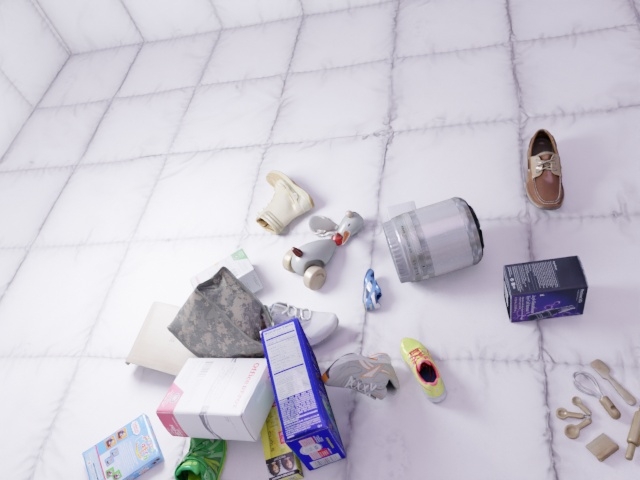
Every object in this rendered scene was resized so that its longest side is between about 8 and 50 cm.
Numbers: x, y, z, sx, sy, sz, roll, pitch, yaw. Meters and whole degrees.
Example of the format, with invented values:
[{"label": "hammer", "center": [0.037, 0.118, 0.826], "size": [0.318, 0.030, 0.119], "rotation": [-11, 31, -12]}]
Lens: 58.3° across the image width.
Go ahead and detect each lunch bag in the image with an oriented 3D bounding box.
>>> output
[{"label": "lunch bag", "center": [-0.274, 0.262, 1.712], "size": [0.287, 0.235, 0.169], "rotation": [44, 37, 4]}]

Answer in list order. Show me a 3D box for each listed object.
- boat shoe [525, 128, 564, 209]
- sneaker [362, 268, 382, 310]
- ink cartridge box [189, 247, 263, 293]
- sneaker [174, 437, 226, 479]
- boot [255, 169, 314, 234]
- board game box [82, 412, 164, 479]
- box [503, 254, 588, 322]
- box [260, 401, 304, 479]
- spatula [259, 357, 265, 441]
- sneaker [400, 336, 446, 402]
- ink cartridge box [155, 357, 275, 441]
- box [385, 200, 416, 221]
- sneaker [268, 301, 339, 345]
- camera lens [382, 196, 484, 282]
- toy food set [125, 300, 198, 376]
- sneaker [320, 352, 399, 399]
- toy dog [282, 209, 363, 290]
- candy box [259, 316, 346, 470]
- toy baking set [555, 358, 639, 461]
[{"label": "boat shoe", "center": [0.741, -0.242, 1.911], "size": [0.123, 0.116, 0.324], "rotation": [-6, 51, 14]}, {"label": "sneaker", "center": [0.168, 0.157, 1.827], "size": [0.059, 0.053, 0.144], "rotation": [-4, 59, 16]}, {"label": "ink cartridge box", "center": [-0.323, 0.143, 1.961], "size": [0.212, 0.093, 0.154], "rotation": [-29, 36, -8]}, {"label": "sneaker", "center": [-0.329, 0.615, 1.572], "size": [0.109, 0.123, 0.296], "rotation": [-12, 49, 10]}, {"label": "boot", "center": [-0.174, -0.144, 2.163], "size": [0.203, 0.095, 0.262], "rotation": [-41, 55, -14]}, {"label": "board game box", "center": [-0.585, 0.638, 1.697], "size": [0.211, 0.039, 0.160], "rotation": [-33, 49, -8]}, {"label": "box", "center": [0.628, 0.139, 1.616], "size": [0.207, 0.153, 0.108], "rotation": [-9, 50, 13]}, {"label": "box", "center": [-0.116, 0.549, 1.588], "size": [0.087, 0.058, 0.232], "rotation": [-19, 52, 4]}, {"label": "spatula", "center": [-0.179, 0.466, 1.717], "size": [0.168, 0.019, 0.242], "rotation": [11, 60, 25]}, {"label": "sneaker", "center": [0.285, 0.344, 1.604], "size": [0.081, 0.094, 0.208], "rotation": [-30, 47, -4]}, {"label": "ink cartridge box", "center": [-0.280, 0.440, 1.606], "size": [0.283, 0.117, 0.207], "rotation": [-5, 33, 25]}, {"label": "box", "center": [0.283, -0.063, 1.941], "size": [0.102, 0.087, 0.101], "rotation": [-14, 49, 8]}, {"label": "sneaker", "center": [-0.092, 0.252, 1.774], "size": [0.297, 0.129, 0.111], "rotation": [-7, 31, 11]}, {"label": "camera lens", "center": [0.351, -0.001, 1.779], "size": [0.274, 0.219, 0.219], "rotation": [-17, 49, 5]}, {"label": "toy food set", "center": [-0.464, 0.337, 1.873], "size": [0.306, 0.092, 0.220], "rotation": [10, 62, 17]}, {"label": "sneaker", "center": [0.121, 0.377, 1.556], "size": [0.099, 0.262, 0.121], "rotation": [-55, 49, 32]}, {"label": "toy dog", "center": [0.000, 0.000, 1.938], "size": [0.220, 0.161, 0.334], "rotation": [10, 56, 25]}, {"label": "candy box", "center": [-0.048, 0.411, 1.536], "size": [0.122, 0.268, 0.317], "rotation": [-18, 52, 1]}, {"label": "toy baking set", "center": [0.712, 0.421, 1.438], "size": [0.196, 0.030, 0.256], "rotation": [22, 62, 32]}]
